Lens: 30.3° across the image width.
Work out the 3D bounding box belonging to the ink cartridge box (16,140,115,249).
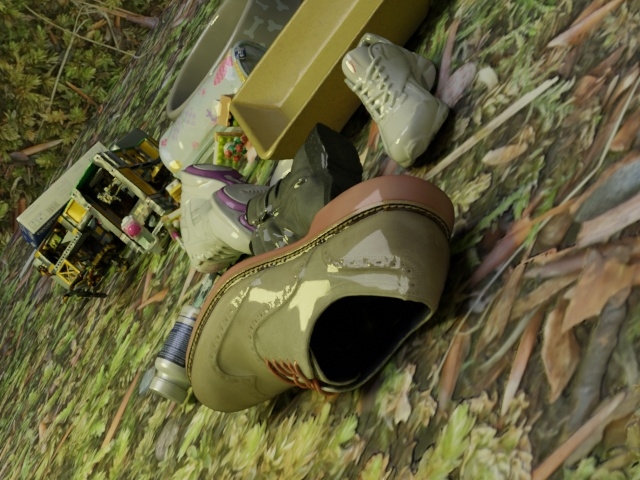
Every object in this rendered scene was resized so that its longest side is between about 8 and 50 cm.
[{"bbox_3d":[-0.456,-0.079,2.142,0.207,0.046,0.097,-47,-8,-19],"label":"ink cartridge box"}]

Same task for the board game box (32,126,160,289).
[{"bbox_3d":[-0.444,-0.070,2.427,0.303,0.097,0.224,-52,5,14],"label":"board game box"}]

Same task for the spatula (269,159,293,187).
[{"bbox_3d":[0.001,-0.192,1.710,0.242,0.019,0.168,-44,23,28],"label":"spatula"}]

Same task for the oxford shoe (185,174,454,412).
[{"bbox_3d":[-0.022,0.091,1.170,0.397,0.140,0.147,-44,31,42],"label":"oxford shoe"}]

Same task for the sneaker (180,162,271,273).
[{"bbox_3d":[-0.121,-0.012,1.649,0.305,0.114,0.152,-144,58,-65],"label":"sneaker"}]

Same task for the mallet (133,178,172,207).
[{"bbox_3d":[-0.313,-0.097,2.315,0.189,0.039,0.062,-43,22,27],"label":"mallet"}]

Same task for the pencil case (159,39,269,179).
[{"bbox_3d":[-0.163,-0.211,1.990,0.273,0.113,0.124,-43,45,38],"label":"pencil case"}]

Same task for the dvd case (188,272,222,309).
[{"bbox_3d":[-0.163,0.088,1.700,0.087,0.013,0.119,-60,20,-2],"label":"dvd case"}]

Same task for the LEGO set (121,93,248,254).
[{"bbox_3d":[-0.170,-0.081,1.817,0.287,0.132,0.107,-51,28,3],"label":"LEGO set"}]

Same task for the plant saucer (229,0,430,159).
[{"bbox_3d":[0.020,-0.262,1.634,0.333,0.081,0.333,-52,21,8],"label":"plant saucer"}]

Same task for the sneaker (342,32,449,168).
[{"bbox_3d":[0.072,-0.164,1.337,0.090,0.115,0.232,-51,21,21],"label":"sneaker"}]

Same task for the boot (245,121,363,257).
[{"bbox_3d":[-0.011,-0.006,1.330,0.161,0.083,0.247,-49,31,26],"label":"boot"}]

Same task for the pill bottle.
[{"bbox_3d":[-0.176,0.151,1.555,0.120,0.067,0.067,-64,20,-14],"label":"pill bottle"}]

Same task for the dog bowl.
[{"bbox_3d":[-0.166,-0.336,2.199,0.349,0.102,0.349,-49,21,26],"label":"dog bowl"}]

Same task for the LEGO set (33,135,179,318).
[{"bbox_3d":[-0.348,-0.016,2.149,0.331,0.192,0.255,-52,-9,11],"label":"LEGO set"}]
